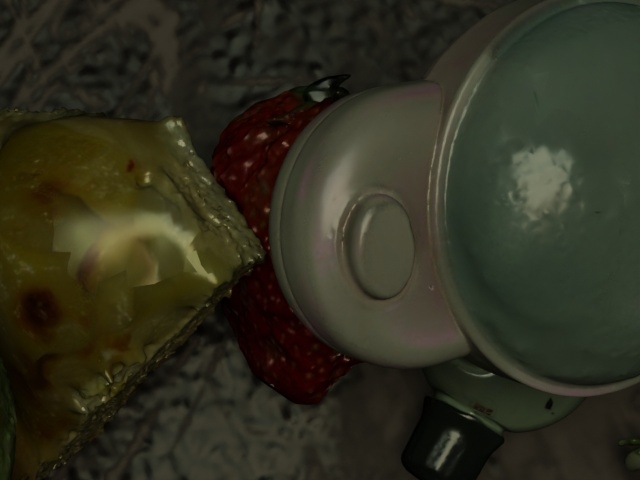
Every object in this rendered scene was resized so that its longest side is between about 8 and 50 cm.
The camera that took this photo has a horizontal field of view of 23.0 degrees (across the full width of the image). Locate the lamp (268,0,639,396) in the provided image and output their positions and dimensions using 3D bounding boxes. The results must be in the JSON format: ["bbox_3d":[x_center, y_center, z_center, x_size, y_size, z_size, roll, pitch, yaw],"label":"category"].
[{"bbox_3d":[0.099,-0.016,0.681,0.246,0.108,0.179,-11,98,-22],"label":"lamp"}]

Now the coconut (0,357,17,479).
[{"bbox_3d":[-0.267,0.086,0.643,0.281,0.328,0.328,6,82,1],"label":"coconut"}]

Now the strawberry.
[{"bbox_3d":[-0.004,-0.004,0.765,0.131,0.131,0.148,33,83,4],"label":"strawberry"}]

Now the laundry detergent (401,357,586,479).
[{"bbox_3d":[0.108,0.023,0.787,0.099,0.070,0.225,33,83,-19],"label":"laundry detergent"}]

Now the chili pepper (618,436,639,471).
[{"bbox_3d":[0.075,0.251,0.755,0.359,0.076,0.085,-46,50,-8],"label":"chili pepper"}]

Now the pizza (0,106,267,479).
[{"bbox_3d":[-0.144,-0.004,0.750,0.188,0.081,0.204,-39,75,31],"label":"pizza"}]
